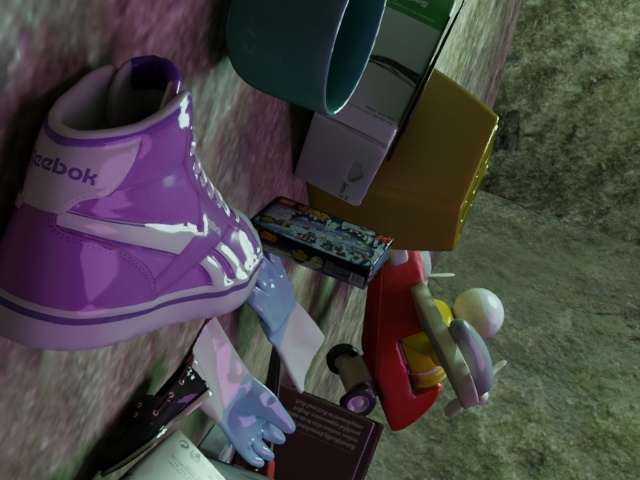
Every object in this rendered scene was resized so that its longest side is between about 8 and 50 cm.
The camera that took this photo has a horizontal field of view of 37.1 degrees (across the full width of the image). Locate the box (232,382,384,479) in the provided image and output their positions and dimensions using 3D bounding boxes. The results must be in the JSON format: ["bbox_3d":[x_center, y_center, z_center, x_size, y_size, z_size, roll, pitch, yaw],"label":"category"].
[{"bbox_3d":[-0.016,0.316,1.405,0.203,0.168,0.167,58,54,-76],"label":"box"}]

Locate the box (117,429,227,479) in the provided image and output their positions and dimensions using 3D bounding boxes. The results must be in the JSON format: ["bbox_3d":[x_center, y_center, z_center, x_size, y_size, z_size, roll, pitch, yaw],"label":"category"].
[{"bbox_3d":[-0.166,0.258,0.712,0.113,0.094,0.275,-43,178,21],"label":"box"}]

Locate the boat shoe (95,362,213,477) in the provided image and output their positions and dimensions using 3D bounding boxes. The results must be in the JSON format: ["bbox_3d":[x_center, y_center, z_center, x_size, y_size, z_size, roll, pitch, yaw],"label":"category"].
[{"bbox_3d":[-0.151,0.157,0.836,0.049,0.042,0.133,-33,-175,46],"label":"boat shoe"}]

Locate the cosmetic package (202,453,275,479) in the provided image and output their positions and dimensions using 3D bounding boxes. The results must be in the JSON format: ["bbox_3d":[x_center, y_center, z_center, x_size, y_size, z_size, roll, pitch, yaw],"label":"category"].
[{"bbox_3d":[-0.119,0.420,0.949,0.155,0.197,0.365,29,78,-34],"label":"cosmetic package"}]

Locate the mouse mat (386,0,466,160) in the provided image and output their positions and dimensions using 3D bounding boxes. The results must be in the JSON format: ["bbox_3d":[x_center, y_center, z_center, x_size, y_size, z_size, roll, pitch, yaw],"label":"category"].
[{"bbox_3d":[0.113,-0.170,1.045,0.189,0.007,0.152,115,0,-83],"label":"mouse mat"}]

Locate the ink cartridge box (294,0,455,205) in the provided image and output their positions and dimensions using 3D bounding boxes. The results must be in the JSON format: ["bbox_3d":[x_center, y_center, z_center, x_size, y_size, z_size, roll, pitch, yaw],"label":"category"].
[{"bbox_3d":[0.058,-0.164,1.054,0.153,0.087,0.208,115,1,-65],"label":"ink cartridge box"}]

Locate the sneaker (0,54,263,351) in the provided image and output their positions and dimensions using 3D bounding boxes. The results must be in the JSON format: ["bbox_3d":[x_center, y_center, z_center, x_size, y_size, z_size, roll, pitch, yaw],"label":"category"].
[{"bbox_3d":[-0.093,-0.034,0.616,0.282,0.102,0.161,-26,133,-73],"label":"sneaker"}]

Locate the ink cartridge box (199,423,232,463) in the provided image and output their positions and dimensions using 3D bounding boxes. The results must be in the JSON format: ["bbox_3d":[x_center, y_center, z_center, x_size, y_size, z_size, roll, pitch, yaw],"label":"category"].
[{"bbox_3d":[-0.129,0.268,1.150,0.048,0.028,0.083,-54,161,-55],"label":"ink cartridge box"}]

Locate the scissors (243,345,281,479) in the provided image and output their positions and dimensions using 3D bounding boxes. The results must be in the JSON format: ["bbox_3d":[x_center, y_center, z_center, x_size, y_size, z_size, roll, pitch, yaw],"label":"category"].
[{"bbox_3d":[-0.060,0.255,1.120,0.021,0.109,0.297,37,70,-50],"label":"scissors"}]

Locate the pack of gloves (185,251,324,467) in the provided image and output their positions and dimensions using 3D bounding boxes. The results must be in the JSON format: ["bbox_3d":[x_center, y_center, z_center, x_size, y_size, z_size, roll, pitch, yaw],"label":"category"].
[{"bbox_3d":[-0.051,0.131,1.046,0.195,0.046,0.232,-64,148,-28],"label":"pack of gloves"}]

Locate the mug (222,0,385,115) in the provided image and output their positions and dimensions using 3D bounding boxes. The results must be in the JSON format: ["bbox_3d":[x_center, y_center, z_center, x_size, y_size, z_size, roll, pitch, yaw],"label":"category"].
[{"bbox_3d":[-0.011,-0.185,0.727,0.129,0.097,0.157,-14,124,-76],"label":"mug"}]

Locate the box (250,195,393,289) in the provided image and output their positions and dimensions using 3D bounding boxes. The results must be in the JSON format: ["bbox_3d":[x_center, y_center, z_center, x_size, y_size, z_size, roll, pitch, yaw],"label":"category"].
[{"bbox_3d":[0.000,0.000,1.005,0.094,0.137,0.027,-47,156,-63],"label":"box"}]

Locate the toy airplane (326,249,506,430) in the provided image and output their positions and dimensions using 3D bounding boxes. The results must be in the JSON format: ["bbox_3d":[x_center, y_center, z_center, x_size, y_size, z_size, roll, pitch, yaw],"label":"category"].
[{"bbox_3d":[0.167,0.098,1.536,0.384,0.272,0.386,123,-36,-70],"label":"toy airplane"}]

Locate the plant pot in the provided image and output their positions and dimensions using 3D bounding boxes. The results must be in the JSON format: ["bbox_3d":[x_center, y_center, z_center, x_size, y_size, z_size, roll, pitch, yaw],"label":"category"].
[{"bbox_3d":[0.114,-0.100,1.233,0.212,0.187,0.212,83,30,-68],"label":"plant pot"}]
